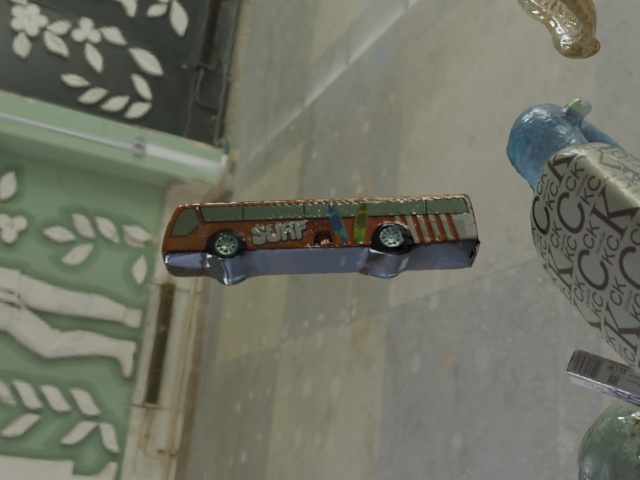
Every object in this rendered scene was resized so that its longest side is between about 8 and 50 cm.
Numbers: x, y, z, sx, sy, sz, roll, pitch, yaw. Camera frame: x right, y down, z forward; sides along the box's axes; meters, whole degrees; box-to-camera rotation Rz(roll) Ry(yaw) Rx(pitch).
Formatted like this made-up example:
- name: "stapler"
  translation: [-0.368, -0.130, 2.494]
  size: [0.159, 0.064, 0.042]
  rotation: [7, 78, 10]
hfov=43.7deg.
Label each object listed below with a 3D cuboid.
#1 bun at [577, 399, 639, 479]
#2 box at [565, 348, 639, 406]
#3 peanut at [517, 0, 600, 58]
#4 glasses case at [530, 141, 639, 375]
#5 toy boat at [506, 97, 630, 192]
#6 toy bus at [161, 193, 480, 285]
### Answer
- name: "bun"
  translation: [0.540, 0.419, 1.252]
  size: [0.362, 0.211, 0.362]
  rotation: [62, 177, 6]
- name: "box"
  translation: [0.448, 0.206, 1.085]
  size: [0.218, 0.055, 0.040]
  rotation: [18, 70, 33]
- name: "peanut"
  translation: [0.307, -0.307, 1.039]
  size: [0.080, 0.174, 0.080]
  rotation: [-32, 29, 20]
- name: "glasses case"
  translation: [0.282, 0.052, 0.600]
  size: [0.355, 0.085, 0.137]
  rotation: [-127, 30, -44]
- name: "toy boat"
  translation: [0.408, -0.077, 1.086]
  size: [0.330, 0.215, 0.123]
  rotation: [43, 121, 13]
- name: "toy bus"
  translation: [0.000, 0.000, 1.054]
  size: [0.093, 0.408, 0.092]
  rotation: [91, 176, -62]
